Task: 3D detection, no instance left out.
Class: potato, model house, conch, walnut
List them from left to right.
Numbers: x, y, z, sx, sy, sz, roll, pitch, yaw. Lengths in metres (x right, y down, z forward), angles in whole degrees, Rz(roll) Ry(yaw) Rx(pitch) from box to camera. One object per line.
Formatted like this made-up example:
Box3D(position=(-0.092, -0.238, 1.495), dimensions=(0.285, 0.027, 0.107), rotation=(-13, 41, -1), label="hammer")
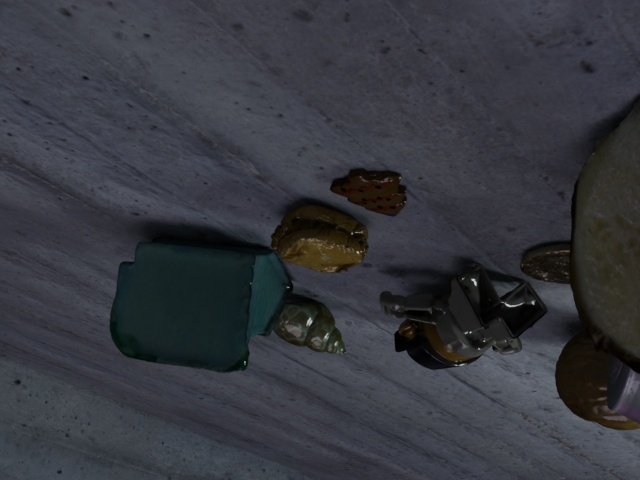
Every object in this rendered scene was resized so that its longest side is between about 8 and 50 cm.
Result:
Box3D(position=(-0.217, 0.114, 1.627), dimensions=(0.281, 0.229, 0.249), rotation=(7, -179, 14), label="model house")
Box3D(position=(-0.038, 0.173, 1.763), dimensions=(0.173, 0.105, 0.116), rotation=(21, 155, -26), label="conch")
Box3D(position=(0.551, 0.262, 1.610), dimensions=(0.213, 0.213, 0.213), rotation=(9, 156, 4), label="walnut")
Box3D(position=(0.500, -0.019, 1.020), dimensions=(0.296, 0.290, 0.397), rotation=(-7, 128, -35), label="potato")

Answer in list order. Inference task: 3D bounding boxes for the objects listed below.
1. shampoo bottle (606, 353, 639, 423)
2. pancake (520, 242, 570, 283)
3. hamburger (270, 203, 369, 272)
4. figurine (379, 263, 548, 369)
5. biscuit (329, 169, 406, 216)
Box3D(position=(0.587, 0.180, 1.297), dimensions=(0.267, 0.272, 0.273), rotation=(15, 158, 14), label="shampoo bottle")
Box3D(position=(0.402, 0.044, 1.379), dimensions=(0.152, 0.025, 0.151), rotation=(9, 155, 4), label="pancake")
Box3D(position=(0.000, 0.000, 1.391), dimensions=(0.147, 0.083, 0.138), rotation=(19, 151, -22), label="hamburger")
Box3D(position=(0.249, 0.154, 1.554), dimensions=(0.309, 0.143, 0.308), rotation=(17, 143, 14), label="figurine")
Box3D(position=(0.084, -0.068, 1.275), dimensions=(0.120, 0.019, 0.130), rotation=(-7, 151, 36), label="biscuit")
